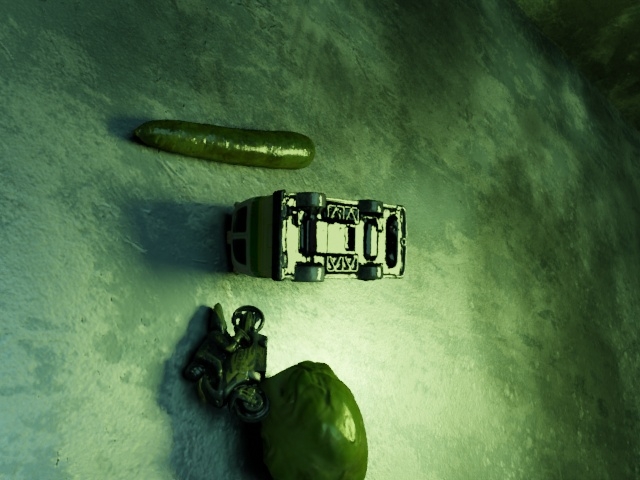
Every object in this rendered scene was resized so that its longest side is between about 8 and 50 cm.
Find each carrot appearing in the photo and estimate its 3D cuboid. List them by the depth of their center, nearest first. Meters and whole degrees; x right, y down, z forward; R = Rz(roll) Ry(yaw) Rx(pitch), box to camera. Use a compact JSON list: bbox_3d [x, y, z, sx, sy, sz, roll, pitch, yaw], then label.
[{"bbox_3d":[-0.153,-0.167,1.048,0.359,0.074,0.074,-1,75,-43],"label":"carrot"}]

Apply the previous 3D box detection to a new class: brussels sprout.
[{"bbox_3d":[-0.004,0.295,0.938,0.223,0.161,0.223,52,23,-34],"label":"brussels sprout"}]

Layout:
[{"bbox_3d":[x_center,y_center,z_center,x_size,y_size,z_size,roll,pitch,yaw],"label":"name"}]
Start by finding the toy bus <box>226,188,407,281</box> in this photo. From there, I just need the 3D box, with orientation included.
[{"bbox_3d":[0.000,0.000,1.051,0.306,0.179,0.143,2,87,-44],"label":"toy bus"}]

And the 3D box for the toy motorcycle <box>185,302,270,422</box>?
[{"bbox_3d":[-0.140,0.181,0.910,0.124,0.061,0.193,1,55,-12],"label":"toy motorcycle"}]
